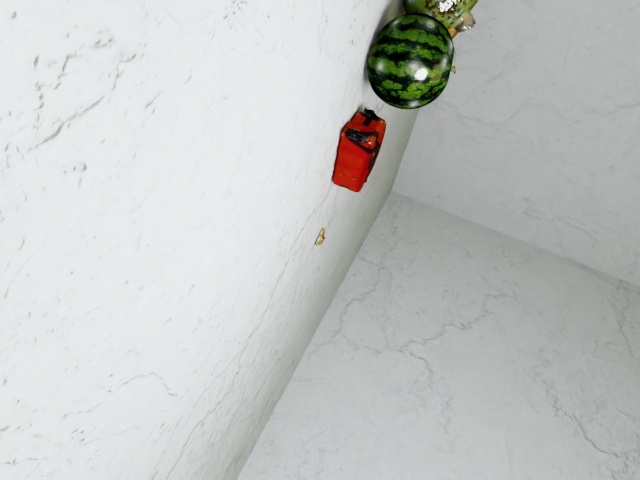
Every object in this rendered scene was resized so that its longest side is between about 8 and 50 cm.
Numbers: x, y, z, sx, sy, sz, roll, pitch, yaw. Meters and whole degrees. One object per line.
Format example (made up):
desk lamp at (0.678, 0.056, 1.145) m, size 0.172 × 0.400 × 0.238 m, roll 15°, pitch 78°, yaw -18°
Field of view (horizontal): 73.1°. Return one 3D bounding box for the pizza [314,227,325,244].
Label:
pizza at (0.001, 0.000, 1.650) m, size 0.078 × 0.025 × 0.083 m, roll -60°, pitch 168°, yaw -46°

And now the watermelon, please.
watermelon at (0.267, -0.523, 1.280) m, size 0.269 × 0.268 × 0.269 m, roll 23°, pitch 90°, yaw -80°

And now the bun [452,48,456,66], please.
bun at (0.320, -0.615, 1.506) m, size 0.283 × 0.179 × 0.283 m, roll -36°, pitch -148°, yaw 27°

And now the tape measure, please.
tape measure at (0.138, -0.309, 1.447) m, size 0.253 × 0.113 × 0.260 m, roll 102°, pitch 15°, yaw -48°

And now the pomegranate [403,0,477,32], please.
pomegranate at (0.399, -0.787, 1.390) m, size 0.254 × 0.271 × 0.254 m, roll -33°, pitch -173°, yaw 5°

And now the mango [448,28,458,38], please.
mango at (0.469, -0.899, 1.596) m, size 0.384 × 0.198 × 0.221 m, roll -61°, pitch -156°, yaw 2°
